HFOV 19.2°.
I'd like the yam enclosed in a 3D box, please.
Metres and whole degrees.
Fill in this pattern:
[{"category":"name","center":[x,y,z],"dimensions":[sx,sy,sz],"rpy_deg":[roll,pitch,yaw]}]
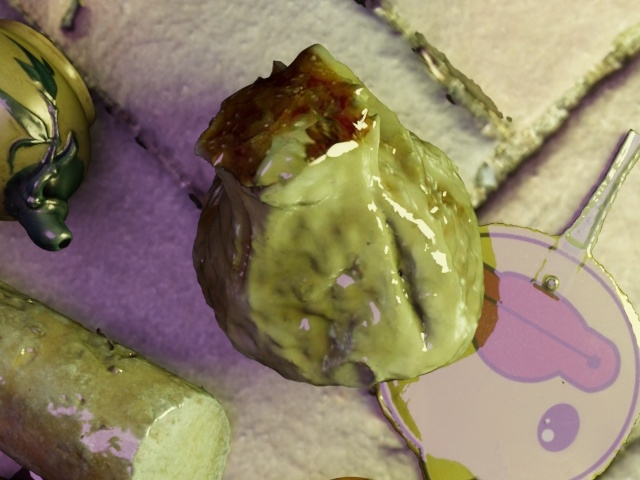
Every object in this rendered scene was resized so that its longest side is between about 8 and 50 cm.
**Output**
[{"category":"yam","center":[-0.230,0.111,1.532],"dimensions":[0.330,0.133,0.133],"rpy_deg":[31,96,12]}]

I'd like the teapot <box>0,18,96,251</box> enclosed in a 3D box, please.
[{"category":"teapot","center":[-0.291,-0.082,1.501],"dimensions":[0.269,0.173,0.182],"rpy_deg":[33,62,15]}]

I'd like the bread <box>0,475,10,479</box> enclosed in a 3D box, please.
[{"category":"bread","center":[-0.304,0.333,1.395],"dimensions":[0.245,0.361,0.233],"rpy_deg":[20,102,27]}]

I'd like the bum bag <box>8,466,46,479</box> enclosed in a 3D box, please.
[{"category":"bum bag","center":[-0.261,0.267,1.590],"dimensions":[0.159,0.026,0.109],"rpy_deg":[-37,84,14]}]

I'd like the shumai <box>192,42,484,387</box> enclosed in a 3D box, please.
[{"category":"shumai","center":[0.000,0.000,1.433],"dimensions":[0.225,0.222,0.261],"rpy_deg":[-31,85,9]}]

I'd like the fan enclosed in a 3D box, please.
[{"category":"fan","center":[0.168,0.059,1.508],"dimensions":[0.229,0.011,0.335],"rpy_deg":[30,95,10]}]

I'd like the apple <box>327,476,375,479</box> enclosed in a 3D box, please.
[{"category":"apple","center":[0.015,0.304,1.426],"dimensions":[0.242,0.242,0.241],"rpy_deg":[-20,81,10]}]
